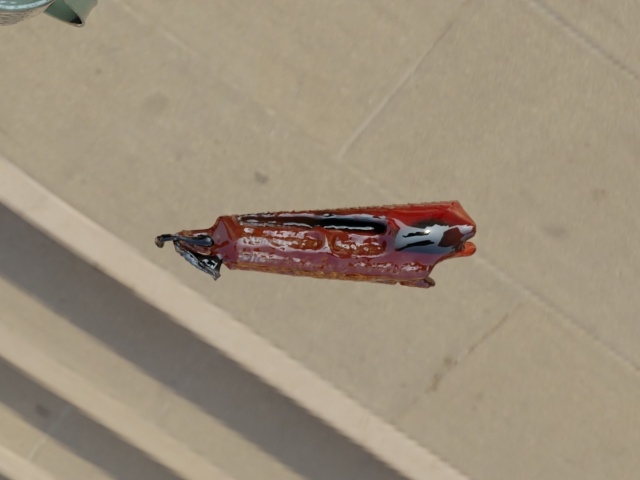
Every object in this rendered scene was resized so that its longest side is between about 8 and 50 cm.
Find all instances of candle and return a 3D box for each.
[{"bbox_3d":[0.000,0.000,1.291,0.302,0.059,0.084,2,93,-15],"label":"candle"}]

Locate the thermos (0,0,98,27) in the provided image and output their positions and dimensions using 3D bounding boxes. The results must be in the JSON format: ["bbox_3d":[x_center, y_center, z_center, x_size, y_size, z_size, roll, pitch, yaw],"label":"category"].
[{"bbox_3d":[-0.294,-0.271,1.360,0.182,0.286,0.145,30,85,-15],"label":"thermos"}]
